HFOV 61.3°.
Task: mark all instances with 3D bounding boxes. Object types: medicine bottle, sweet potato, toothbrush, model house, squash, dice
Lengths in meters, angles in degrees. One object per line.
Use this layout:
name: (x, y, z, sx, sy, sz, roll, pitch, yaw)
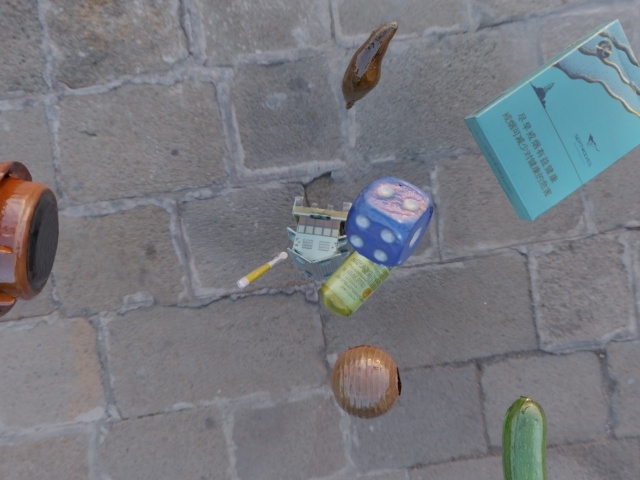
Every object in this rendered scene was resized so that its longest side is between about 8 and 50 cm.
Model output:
medicine bottle: (0.103, 0.100, 1.469, 0.124, 0.124, 0.239, 44, 86, -2)
sweet potato: (0.131, -0.511, 1.641, 0.112, 0.359, 0.112, 6, 64, -13)
toothbrush: (-0.124, 0.062, 1.167, 0.024, 0.288, 0.021, -37, 90, 17)
model house: (0.000, 0.000, 1.702, 0.198, 0.224, 0.215, 10, 73, 7)
squash: (0.335, 0.366, 0.878, 0.077, 0.068, 0.219, -1, 85, -28)
dice: (0.147, -0.041, 1.155, 0.146, 0.147, 0.143, 34, 49, 18)

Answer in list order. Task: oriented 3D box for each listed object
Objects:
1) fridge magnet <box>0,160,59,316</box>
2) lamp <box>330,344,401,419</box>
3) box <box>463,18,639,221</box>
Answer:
fridge magnet: (-0.710, -0.001, 1.244, 0.155, 0.363, 0.364, 6, 93, -12)
lamp: (0.083, 0.260, 0.994, 0.136, 0.136, 0.137, 0, 93, 0)
box: (0.324, -0.155, 0.709, 0.229, 0.041, 0.162, -35, 103, -4)
